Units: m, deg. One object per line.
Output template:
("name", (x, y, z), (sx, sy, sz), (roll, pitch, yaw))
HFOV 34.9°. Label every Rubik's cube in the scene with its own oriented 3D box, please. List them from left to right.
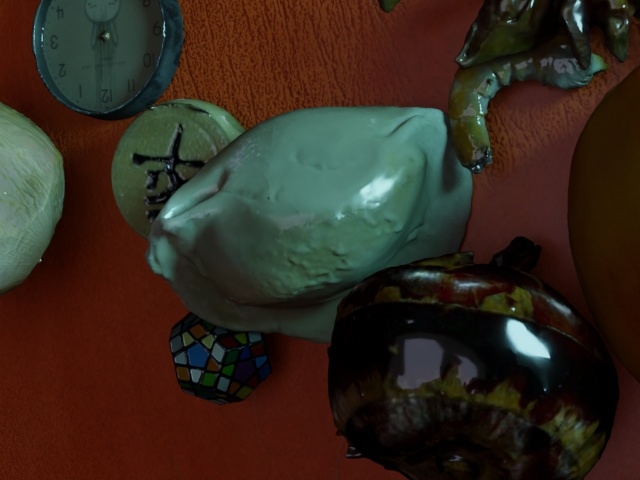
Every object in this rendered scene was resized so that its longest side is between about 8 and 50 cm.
("Rubik's cube", (-0.120, 0.132, 1.218), (0.133, 0.112, 0.133), (0, 91, 26))

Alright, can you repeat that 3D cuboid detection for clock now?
("clock", (-0.279, -0.264, 1.317), (0.215, 0.042, 0.215), (1, 92, 23))

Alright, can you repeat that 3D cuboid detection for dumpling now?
("dumpling", (-0.014, -0.017, 1.113), (0.321, 0.212, 0.270), (-3, 86, 24))

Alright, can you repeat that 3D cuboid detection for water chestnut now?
("water chestnut", (0.153, 0.118, 1.029), (0.300, 0.300, 0.300), (1, 91, 24))

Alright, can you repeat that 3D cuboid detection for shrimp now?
("shrimp", (0.213, -0.146, 1.080), (0.161, 0.049, 0.166), (11, 79, 22))

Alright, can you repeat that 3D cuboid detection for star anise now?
("star anise", (0.249, -0.294, 1.033), (0.350, 0.109, 0.292), (21, 75, 24))

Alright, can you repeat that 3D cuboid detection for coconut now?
("coconut", (-0.458, -0.047, 1.274), (0.297, 0.297, 0.254), (-40, 104, 19))

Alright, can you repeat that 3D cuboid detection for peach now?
("peach", (0.374, 0.010, 0.921), (0.306, 0.242, 0.380), (-35, 82, 32))

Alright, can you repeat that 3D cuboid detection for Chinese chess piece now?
("Chinese chess piece", (-0.166, -0.080, 1.250), (0.188, 0.083, 0.188), (0, 91, 21))
